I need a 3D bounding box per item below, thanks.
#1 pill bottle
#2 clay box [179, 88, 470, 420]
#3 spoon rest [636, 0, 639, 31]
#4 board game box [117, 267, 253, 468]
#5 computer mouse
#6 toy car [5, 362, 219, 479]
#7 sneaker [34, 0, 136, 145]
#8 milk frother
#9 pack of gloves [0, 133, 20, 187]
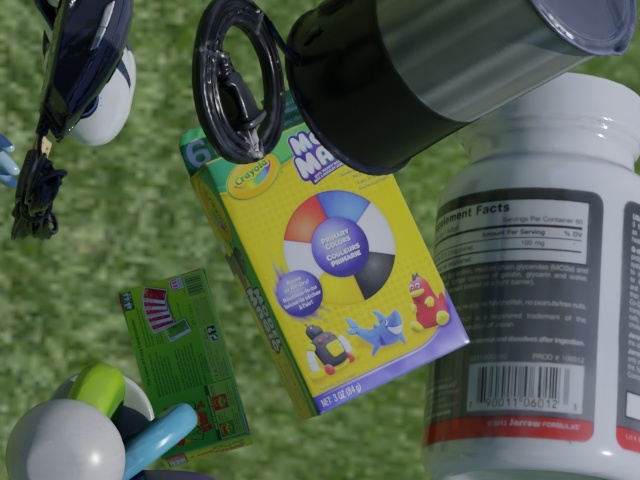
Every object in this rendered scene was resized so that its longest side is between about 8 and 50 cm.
[{"bbox_3d":[0.206,0.044,1.720,0.210,0.210,0.363,36,55,-60],"label":"pill bottle"},{"bbox_3d":[0.000,0.000,1.336,0.127,0.053,0.222,-24,88,-20],"label":"clay box"},{"bbox_3d":[0.284,-0.110,1.256,0.084,0.137,0.276,-53,151,-4],"label":"spoon rest"},{"bbox_3d":[-0.135,0.128,1.898,0.043,0.092,0.181,80,-6,-71],"label":"board game box"},{"bbox_3d":[-0.199,-0.121,1.547,0.184,0.060,0.262,129,-29,-66],"label":"computer mouse"},{"bbox_3d":[-0.131,0.173,1.230,0.159,0.136,0.182,-42,141,-82],"label":"toy car"},{"bbox_3d":[-0.222,-0.193,1.756,0.153,0.094,0.235,-75,174,-74],"label":"sneaker"},{"bbox_3d":[0.034,-0.087,0.790,0.129,0.134,0.143,46,43,-18],"label":"milk frother"},{"bbox_3d":[-0.430,-0.091,1.934,0.232,0.195,0.046,31,35,-18],"label":"pack of gloves"}]
